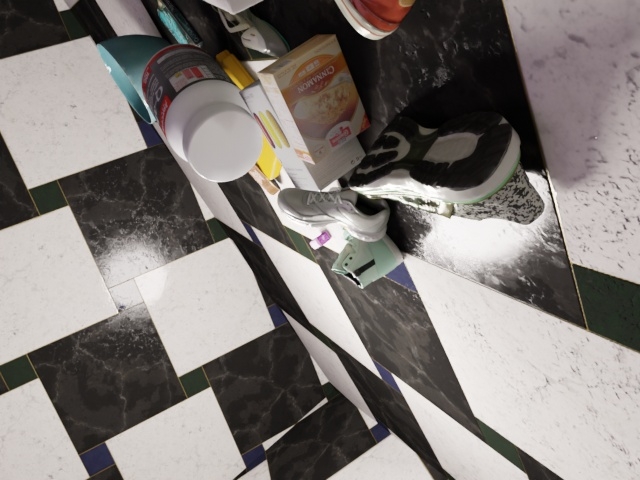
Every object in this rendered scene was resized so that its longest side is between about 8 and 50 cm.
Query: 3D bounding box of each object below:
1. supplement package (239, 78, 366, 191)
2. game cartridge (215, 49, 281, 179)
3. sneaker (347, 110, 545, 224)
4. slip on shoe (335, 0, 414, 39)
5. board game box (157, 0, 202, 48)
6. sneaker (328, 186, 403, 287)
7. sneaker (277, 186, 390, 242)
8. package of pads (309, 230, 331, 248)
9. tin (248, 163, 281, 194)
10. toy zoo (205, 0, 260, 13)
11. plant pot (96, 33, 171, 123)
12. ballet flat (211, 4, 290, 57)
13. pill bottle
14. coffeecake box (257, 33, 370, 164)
[{"bbox_3d":[-0.037,-0.242,1.125,0.244,0.134,0.139,59,163,-20],"label":"supplement package"},{"bbox_3d":[-0.194,-0.342,1.512,0.285,0.052,0.324,52,161,4],"label":"game cartridge"},{"bbox_3d":[0.186,-0.087,0.866,0.182,0.158,0.410,40,175,-24],"label":"sneaker"},{"bbox_3d":[0.018,-0.420,0.675,0.101,0.123,0.331,-26,102,50],"label":"slip on shoe"},{"bbox_3d":[-0.406,-0.610,1.559,0.186,0.026,0.126,52,164,1],"label":"board game box"},{"bbox_3d":[0.066,-0.006,1.310,0.256,0.151,0.094,50,165,12],"label":"sneaker"},{"bbox_3d":[0.034,-0.087,1.210,0.262,0.099,0.121,13,147,-3],"label":"sneaker"},{"bbox_3d":[0.000,0.000,1.681,0.032,0.050,0.083,53,164,-2],"label":"package of pads"},{"bbox_3d":[-0.198,-0.218,1.691,0.190,0.040,0.106,47,-175,-25],"label":"tin"},{"bbox_3d":[-0.114,-0.431,0.836,0.293,0.192,0.030,39,159,39],"label":"toy zoo"},{"bbox_3d":[-0.571,-0.566,1.798,0.290,0.195,0.290,47,163,19],"label":"plant pot"},{"bbox_3d":[-0.153,-0.445,1.136,0.213,0.068,0.072,48,163,14],"label":"ballet flat"},{"bbox_3d":[-0.281,-0.306,1.275,0.363,0.210,0.210,53,168,43],"label":"pill bottle"},{"bbox_3d":[-0.008,-0.259,0.994,0.068,0.142,0.185,31,153,53],"label":"coffeecake box"}]
